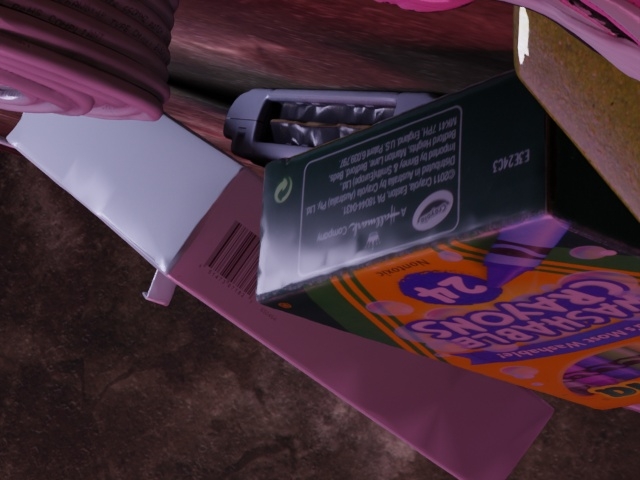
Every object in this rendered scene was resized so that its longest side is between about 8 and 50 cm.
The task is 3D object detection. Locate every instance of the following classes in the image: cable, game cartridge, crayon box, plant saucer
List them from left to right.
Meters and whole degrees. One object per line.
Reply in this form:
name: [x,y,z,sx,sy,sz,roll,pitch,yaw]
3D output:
cable: [-0.188,-0.124,0.764,0.257,0.089,0.257,17,177,-19]
game cartridge: [0.080,-0.045,1.078,0.198,0.062,0.297,14,179,-27]
crayon box: [0.154,0.017,0.881,0.323,0.083,0.203,18,156,-37]
plant saucer: [0.135,-0.003,0.517,0.188,0.045,0.188,55,-166,28]

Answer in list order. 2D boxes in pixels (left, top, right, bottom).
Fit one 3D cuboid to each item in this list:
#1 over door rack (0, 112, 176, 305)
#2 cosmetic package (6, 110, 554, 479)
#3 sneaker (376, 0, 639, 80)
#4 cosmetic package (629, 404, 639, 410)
over door rack: [-0.245,-0.079,1.506,0.239,0.108,0.324,19,-162,-20]
cosmetic package: [-0.030,0.027,1.275,0.377,0.097,0.284,38,176,-39]
sneaker: [0.055,-0.081,0.360,0.178,0.072,0.077,9,163,31]
cosmetic package: [0.274,0.073,1.325,0.224,0.138,0.224,18,179,-16]
